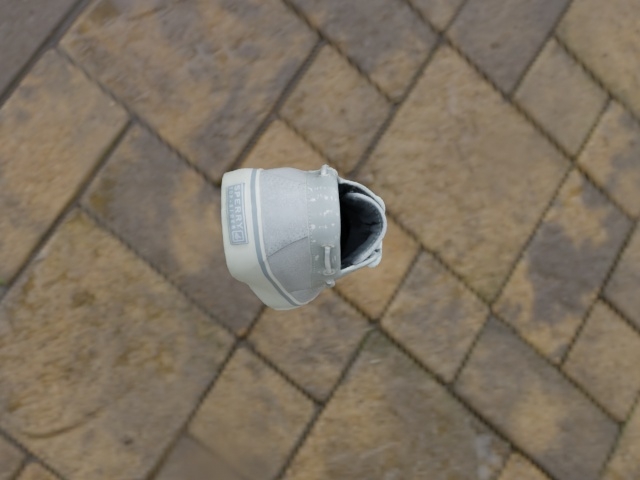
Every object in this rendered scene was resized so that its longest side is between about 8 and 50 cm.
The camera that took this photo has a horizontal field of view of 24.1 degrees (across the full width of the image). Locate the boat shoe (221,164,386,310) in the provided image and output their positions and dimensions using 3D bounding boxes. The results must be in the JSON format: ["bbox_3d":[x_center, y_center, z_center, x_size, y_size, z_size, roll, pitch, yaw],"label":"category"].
[{"bbox_3d":[0.000,-0.001,0.901,0.081,0.227,0.079,-3,84,9],"label":"boat shoe"}]
